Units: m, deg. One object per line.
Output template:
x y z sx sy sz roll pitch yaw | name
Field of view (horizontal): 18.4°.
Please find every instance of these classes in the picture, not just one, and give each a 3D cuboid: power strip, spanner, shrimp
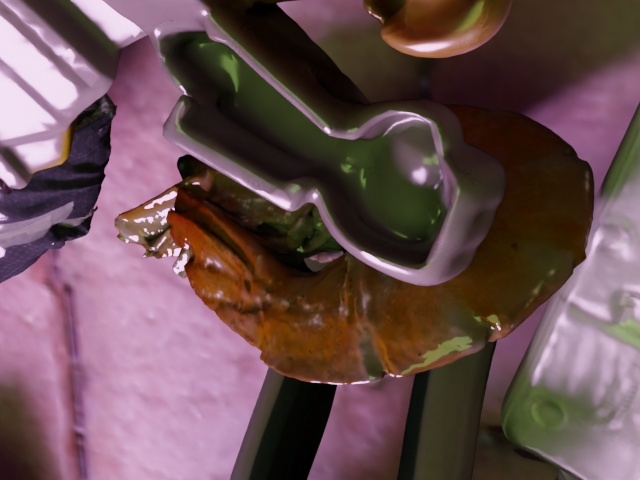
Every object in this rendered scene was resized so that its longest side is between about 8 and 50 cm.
0.146 -0.020 0.645 0.098 0.058 0.338 28 125 11 | power strip
-0.005 0.145 0.686 0.096 0.324 0.040 4 156 28 | spanner
-0.001 -0.001 0.695 0.217 0.115 0.051 4 136 42 | shrimp

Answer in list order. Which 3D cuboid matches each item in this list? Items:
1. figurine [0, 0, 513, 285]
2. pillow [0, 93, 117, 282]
-0.016 -0.131 0.607 0.308 0.143 0.308 10 118 20 | figurine
-0.211 -0.006 0.815 0.161 0.092 0.335 39 127 -13 | pillow
